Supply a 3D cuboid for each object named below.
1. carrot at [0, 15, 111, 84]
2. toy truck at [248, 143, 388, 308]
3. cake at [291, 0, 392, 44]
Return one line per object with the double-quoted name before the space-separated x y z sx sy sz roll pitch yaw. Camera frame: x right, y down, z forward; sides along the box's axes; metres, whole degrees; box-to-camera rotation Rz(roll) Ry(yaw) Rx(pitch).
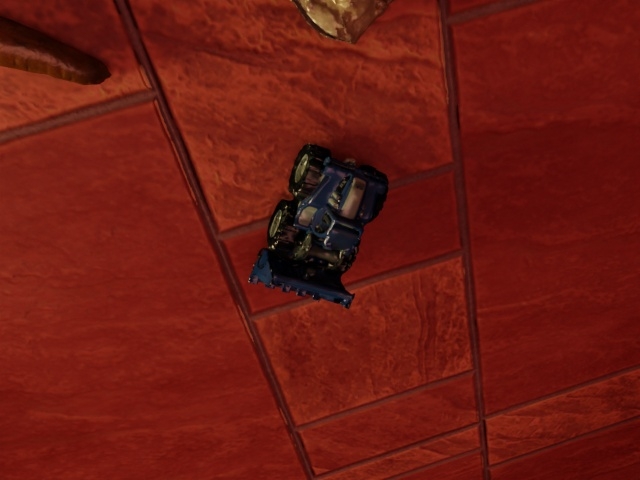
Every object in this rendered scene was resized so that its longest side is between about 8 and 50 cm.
"carrot" -0.314 -0.190 0.472 0.209 0.061 0.061 9 116 -23
"toy truck" 0.000 0.000 0.600 0.113 0.126 0.208 17 114 -20
"cake" -0.021 -0.270 0.453 0.220 0.117 0.086 29 115 -26
